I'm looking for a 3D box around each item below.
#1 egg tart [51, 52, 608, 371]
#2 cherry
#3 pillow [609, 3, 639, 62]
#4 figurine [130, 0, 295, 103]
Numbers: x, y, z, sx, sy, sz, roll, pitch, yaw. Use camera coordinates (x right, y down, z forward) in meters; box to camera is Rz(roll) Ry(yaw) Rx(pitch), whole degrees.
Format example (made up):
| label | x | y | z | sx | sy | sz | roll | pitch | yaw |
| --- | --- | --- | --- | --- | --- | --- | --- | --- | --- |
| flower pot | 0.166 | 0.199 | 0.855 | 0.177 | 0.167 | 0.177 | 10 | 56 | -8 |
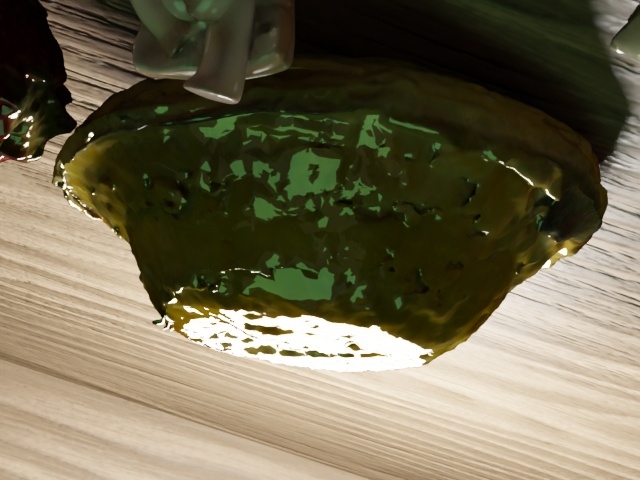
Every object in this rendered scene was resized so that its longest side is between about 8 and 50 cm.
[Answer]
| label | x | y | z | sx | sy | sz | roll | pitch | yaw |
| --- | --- | --- | --- | --- | --- | --- | --- | --- | --- |
| egg tart | 0.000 | 0.000 | 1.021 | 0.443 | 0.178 | 0.443 | 4 | 164 | 1 |
| cherry | -0.314 | -0.133 | 0.975 | 0.250 | 0.192 | 0.175 | 15 | 124 | 21 |
| pillow | 0.251 | -0.140 | 0.714 | 0.119 | 0.053 | 0.208 | 16 | 156 | -4 |
| figurine | -0.091 | -0.188 | 0.722 | 0.162 | 0.141 | 0.237 | 5 | 156 | 16 |
